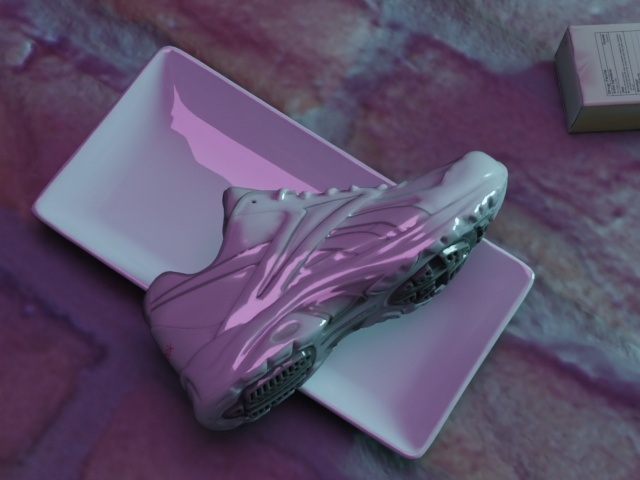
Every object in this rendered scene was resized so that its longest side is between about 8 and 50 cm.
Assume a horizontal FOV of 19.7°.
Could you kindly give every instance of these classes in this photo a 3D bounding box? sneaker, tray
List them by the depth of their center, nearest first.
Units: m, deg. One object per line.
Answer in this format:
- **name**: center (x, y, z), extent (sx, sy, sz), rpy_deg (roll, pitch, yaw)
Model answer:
- **sneaker**: center (0.000, 0.000, 1.035), extent (0.232, 0.090, 0.115), rpy_deg (-32, 70, -20)
- **tray**: center (-0.022, 0.006, 1.092), extent (0.270, 0.030, 0.145), rpy_deg (32, 67, 8)

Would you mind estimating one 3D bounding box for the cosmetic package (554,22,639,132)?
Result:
- **cosmetic package**: center (0.211, -0.104, 1.166), extent (0.115, 0.041, 0.060), rpy_deg (-2, 67, -8)
